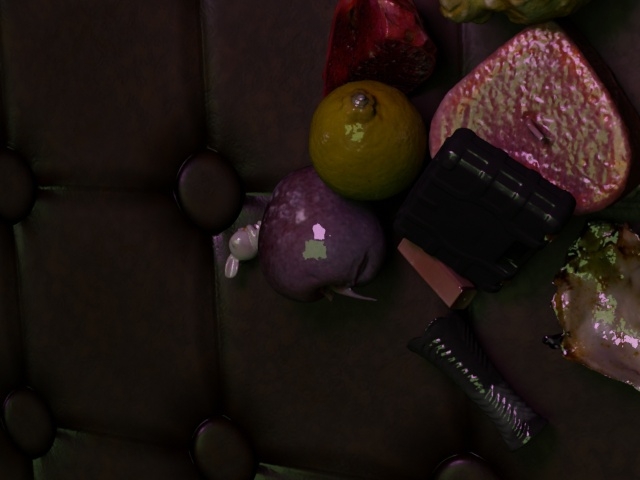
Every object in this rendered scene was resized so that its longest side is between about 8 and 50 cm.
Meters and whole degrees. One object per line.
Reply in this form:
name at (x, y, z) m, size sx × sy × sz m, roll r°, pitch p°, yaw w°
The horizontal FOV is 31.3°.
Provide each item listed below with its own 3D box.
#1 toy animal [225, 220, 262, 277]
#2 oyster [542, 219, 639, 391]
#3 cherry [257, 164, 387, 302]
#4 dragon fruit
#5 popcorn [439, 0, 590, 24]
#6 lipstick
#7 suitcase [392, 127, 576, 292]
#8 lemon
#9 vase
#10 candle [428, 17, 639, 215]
toy animal at (-0.118, 0.005, 1.998) m, size 0.124 × 0.071 × 0.085 m, roll -13°, pitch 108°, yaw 24°
oyster at (0.497, 0.112, 1.630) m, size 0.361 × 0.096 × 0.221 m, roll 26°, pitch 109°, yaw 33°
cherry at (0.000, 0.000, 1.862) m, size 0.213 × 0.183 × 0.266 m, roll -16°, pitch 68°, yaw 15°
dragon fruit at (0.100, -0.337, 1.768) m, size 0.262 × 0.134 × 0.212 m, roll 151°, pitch 114°, yaw -66°
popcorn at (0.262, -0.407, 1.577) m, size 0.276 × 0.276 × 0.226 m, roll 1°, pitch 127°, yaw 30°
lipstick at (0.186, 0.045, 1.816) m, size 0.145 × 0.045 × 0.045 m, roll 51°, pitch 122°, yaw 33°
suitcase at (0.232, -0.038, 1.671) m, size 0.206 × 0.066 × 0.285 m, roll 33°, pitch 155°, yaw 2°
lemon at (0.070, -0.153, 1.739) m, size 0.184 × 0.248 × 0.184 m, roll -4°, pitch 74°, yaw 13°
vase at (0.252, 0.222, 1.804) m, size 0.237 × 0.115 × 0.115 m, roll 49°, pitch 119°, yaw 9°
candle at (0.325, -0.182, 1.670) m, size 0.317 × 0.131 × 0.287 m, roll 17°, pitch 104°, yaw 26°
